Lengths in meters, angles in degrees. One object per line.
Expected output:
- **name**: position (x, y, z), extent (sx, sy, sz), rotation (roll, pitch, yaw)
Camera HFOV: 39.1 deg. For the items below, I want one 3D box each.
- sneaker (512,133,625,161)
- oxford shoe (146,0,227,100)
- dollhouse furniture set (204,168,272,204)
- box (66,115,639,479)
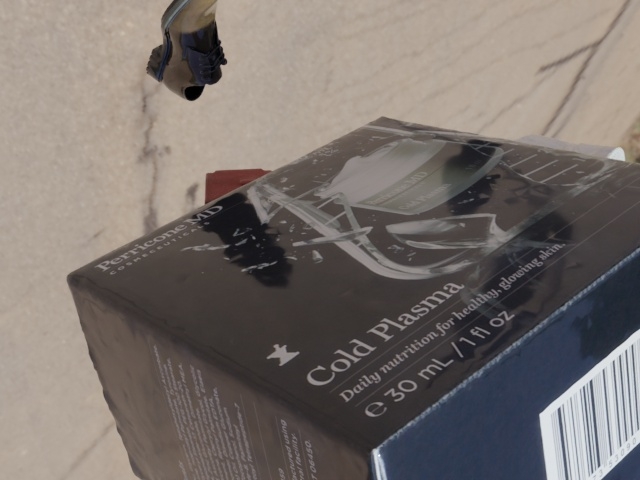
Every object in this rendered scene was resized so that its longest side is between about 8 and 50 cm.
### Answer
- **sneaker**: position (0.300, -0.050, 1.304), extent (0.292, 0.169, 0.108), rotation (-43, 135, -32)
- **oxford shoe**: position (-0.152, -0.254, 1.142), extent (0.083, 0.096, 0.227), rotation (-46, 178, -26)
- **dollhouse furniture set**: position (0.000, 0.000, 1.435), extent (0.374, 0.152, 0.201), rotation (-4, 134, -8)
- **box**: position (0.085, 0.110, 0.934), extent (0.480, 0.471, 0.297), rotation (-30, 120, -32)
